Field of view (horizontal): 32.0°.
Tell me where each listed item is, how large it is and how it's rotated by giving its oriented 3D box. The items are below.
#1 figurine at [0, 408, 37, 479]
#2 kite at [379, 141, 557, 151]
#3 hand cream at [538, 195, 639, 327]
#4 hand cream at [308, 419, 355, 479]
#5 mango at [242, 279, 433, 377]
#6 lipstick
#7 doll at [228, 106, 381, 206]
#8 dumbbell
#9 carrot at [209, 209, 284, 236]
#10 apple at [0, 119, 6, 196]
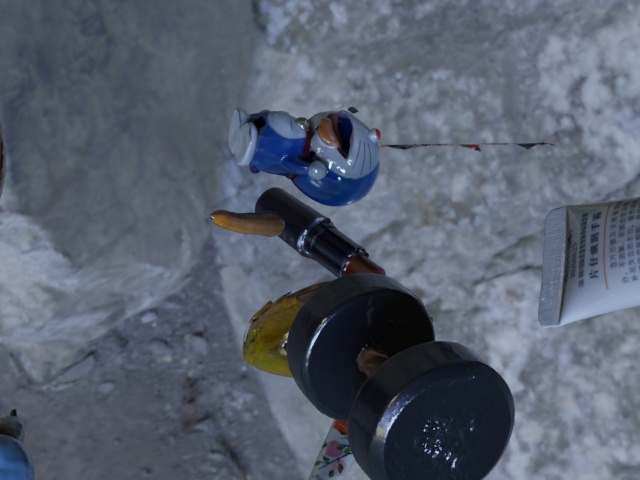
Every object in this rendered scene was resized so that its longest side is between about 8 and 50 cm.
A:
[{"bbox_3d":[-0.318,0.267,1.189,0.260,0.103,0.205,70,18,-55],"label":"figurine"},{"bbox_3d":[0.161,-0.100,1.201,0.159,0.190,0.010,-15,104,-74],"label":"kite"},{"bbox_3d":[0.344,0.004,1.048,0.089,0.314,0.140,39,54,-42],"label":"hand cream"},{"bbox_3d":[0.040,0.347,1.910,0.234,0.080,0.050,-63,160,-16],"label":"hand cream"},{"bbox_3d":[0.022,0.123,1.448,0.248,0.156,0.151,-9,37,-15],"label":"mango"},{"bbox_3d":[0.000,0.000,1.909,0.081,0.299,0.081,-26,133,-32],"label":"lipstick"},{"bbox_3d":[-0.023,-0.155,1.837,0.257,0.161,0.215,12,32,-25],"label":"doll"},{"bbox_3d":[0.071,0.139,1.080,0.152,0.218,0.152,-9,115,-20],"label":"dumbbell"},{"bbox_3d":[-0.103,-0.024,1.554,0.190,0.037,0.037,1,70,-65],"label":"carrot"},{"bbox_3d":[-0.500,-0.096,1.216,0.301,0.301,0.301,20,59,-37],"label":"apple"}]
